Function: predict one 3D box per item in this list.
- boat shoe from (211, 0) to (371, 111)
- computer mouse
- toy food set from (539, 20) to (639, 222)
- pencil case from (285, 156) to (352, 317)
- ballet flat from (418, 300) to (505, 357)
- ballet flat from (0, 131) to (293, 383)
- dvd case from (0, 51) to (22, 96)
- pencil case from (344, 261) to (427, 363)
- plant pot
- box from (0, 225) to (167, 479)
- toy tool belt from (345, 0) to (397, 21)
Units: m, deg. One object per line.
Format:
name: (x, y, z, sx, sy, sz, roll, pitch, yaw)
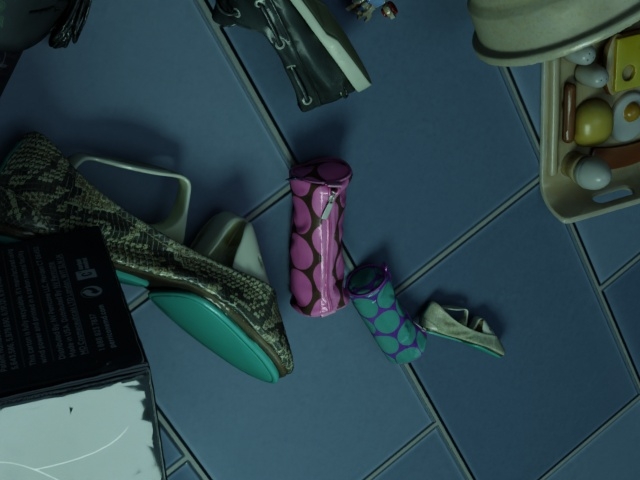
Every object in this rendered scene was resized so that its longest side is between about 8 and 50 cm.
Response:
boat shoe: (-0.072, -0.283, 1.613, 0.113, 0.127, 0.340, -32, 130, 13)
computer mouse: (-0.302, -0.262, 1.418, 0.272, 0.072, 0.188, -27, 144, -58)
toy food set: (0.433, -0.191, 1.964, 0.219, 0.092, 0.306, -15, 118, -24)
pencil case: (0.000, 0.000, 1.789, 0.095, 0.098, 0.209, -14, 118, -25)
ballet flat: (0.218, 0.130, 2.003, 0.168, 0.057, 0.052, 21, 89, -36)
ballet flat: (-0.186, 0.010, 1.663, 0.483, 0.164, 0.182, 31, 73, -35)
dvd case: (-0.361, -0.234, 1.461, 0.221, 0.018, 0.164, -61, 162, 9)
pencil case: (0.094, 0.103, 1.911, 0.070, 0.064, 0.152, -31, 125, 3)
plant pot: (0.268, -0.431, 1.648, 0.334, 0.334, 0.305, -38, 114, -11)
box: (-0.413, 0.292, 1.472, 0.471, 0.297, 0.480, -12, 124, -14)
toy tool belt: (0.054, -0.305, 1.724, 0.051, 0.052, 0.083, -31, 126, 23)
